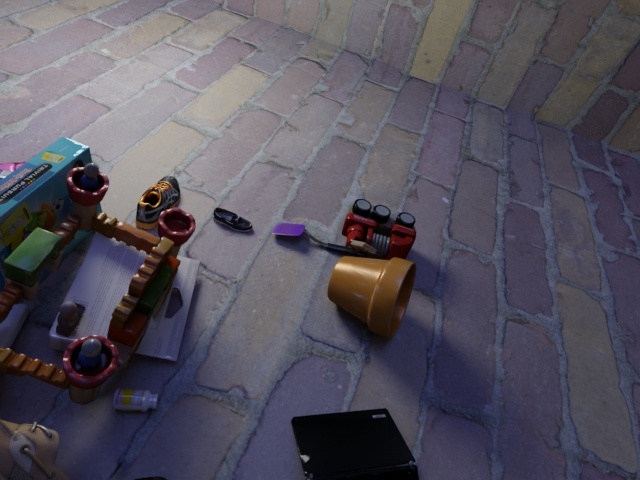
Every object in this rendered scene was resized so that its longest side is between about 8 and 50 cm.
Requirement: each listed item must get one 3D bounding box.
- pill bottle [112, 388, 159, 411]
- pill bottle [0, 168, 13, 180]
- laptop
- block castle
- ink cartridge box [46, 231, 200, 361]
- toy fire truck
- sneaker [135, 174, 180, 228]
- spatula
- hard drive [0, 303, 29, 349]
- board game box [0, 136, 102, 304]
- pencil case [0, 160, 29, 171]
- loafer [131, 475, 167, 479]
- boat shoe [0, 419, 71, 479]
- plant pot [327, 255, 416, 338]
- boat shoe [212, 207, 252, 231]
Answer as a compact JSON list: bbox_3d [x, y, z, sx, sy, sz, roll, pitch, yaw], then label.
[{"bbox_3d":[-0.378,0.329,0.884,0.083,0.043,0.043,7,47,-10],"label":"pill bottle"},{"bbox_3d":[-0.858,-0.113,1.041,0.265,0.153,0.153,11,45,-25],"label":"pill bottle"},{"bbox_3d":[0.069,0.499,0.880,0.234,0.136,0.264,1,74,-15],"label":"laptop"},{"bbox_3d":[-0.467,0.064,0.870,0.303,0.213,0.453,26,42,-12],"label":"block castle"},{"bbox_3d":[-0.447,0.140,1.024,0.261,0.066,0.296,19,44,-20],"label":"ink cartridge box"},{"bbox_3d":[0.170,0.000,1.267,0.217,0.158,0.246,18,44,-1],"label":"toy fire truck"},{"bbox_3d":[-0.470,-0.129,1.255,0.084,0.083,0.215,13,45,-3],"label":"sneaker"},{"bbox_3d":[0.000,0.000,1.308,0.296,0.030,0.084,20,29,0],"label":"spatula"},{"bbox_3d":[-0.716,0.229,0.802,0.210,0.040,0.318,0,27,-17],"label":"hard drive"},{"bbox_3d":[-0.658,-0.044,1.001,0.079,0.253,0.336,21,46,2],"label":"board game box"},{"bbox_3d":[-0.884,-0.163,1.160,0.209,0.095,0.098,-12,17,-23],"label":"pencil case"},{"bbox_3d":[-0.339,0.508,0.720,0.078,0.080,0.220,-1,40,29],"label":"loafer"},{"bbox_3d":[-0.488,0.352,0.695,0.110,0.122,0.341,-40,113,-48],"label":"boat shoe"},{"bbox_3d":[0.128,0.128,1.130,0.188,0.205,0.205,17,44,21],"label":"plant pot"},{"bbox_3d":[-0.262,-0.064,1.287,0.125,0.038,0.046,22,46,5],"label":"boat shoe"}]
